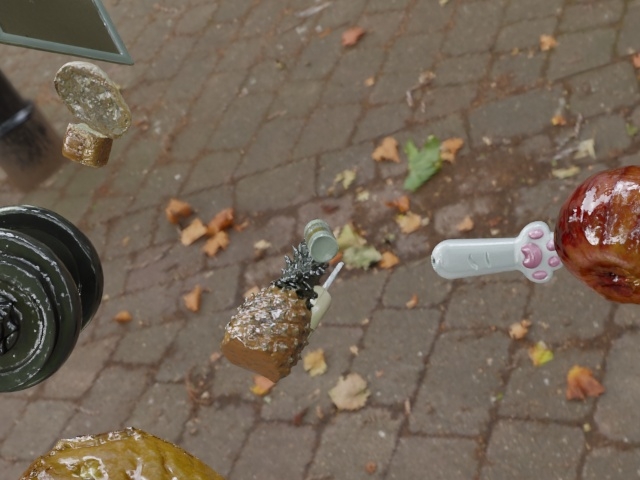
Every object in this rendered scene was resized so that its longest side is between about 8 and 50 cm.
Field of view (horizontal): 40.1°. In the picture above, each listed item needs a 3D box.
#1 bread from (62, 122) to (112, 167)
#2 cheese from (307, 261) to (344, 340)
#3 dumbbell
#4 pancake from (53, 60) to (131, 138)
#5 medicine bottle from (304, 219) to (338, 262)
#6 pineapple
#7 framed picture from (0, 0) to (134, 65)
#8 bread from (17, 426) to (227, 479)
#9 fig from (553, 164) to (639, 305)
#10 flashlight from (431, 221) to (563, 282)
[{"bbox_3d":[-0.452,-0.185,1.698,0.083,0.070,0.077,20,14,5],"label":"bread"},{"bbox_3d":[-0.013,0.134,1.841,0.227,0.064,0.137,-56,1,-29],"label":"cheese"},{"bbox_3d":[-0.364,0.063,1.037,0.192,0.192,0.290,-28,14,3],"label":"dumbbell"},{"bbox_3d":[-0.373,-0.229,1.444,0.151,0.152,0.025,2,40,35],"label":"pancake"},{"bbox_3d":[0.000,0.000,1.366,0.047,0.047,0.083,-29,20,2],"label":"medicine bottle"},{"bbox_3d":[-0.069,0.116,1.629,0.157,0.158,0.279,3,52,36],"label":"pineapple"},{"bbox_3d":[-0.375,-0.341,1.128,0.016,0.216,0.273,-39,69,30],"label":"framed picture"},{"bbox_3d":[-0.304,0.484,1.379,0.398,0.215,0.398,15,35,-11],"label":"bread"},{"bbox_3d":[0.259,-0.019,0.737,0.128,0.128,0.151,-10,82,24],"label":"fig"},{"bbox_3d":[0.268,0.023,1.338,0.200,0.093,0.047,-5,12,15],"label":"flashlight"}]
